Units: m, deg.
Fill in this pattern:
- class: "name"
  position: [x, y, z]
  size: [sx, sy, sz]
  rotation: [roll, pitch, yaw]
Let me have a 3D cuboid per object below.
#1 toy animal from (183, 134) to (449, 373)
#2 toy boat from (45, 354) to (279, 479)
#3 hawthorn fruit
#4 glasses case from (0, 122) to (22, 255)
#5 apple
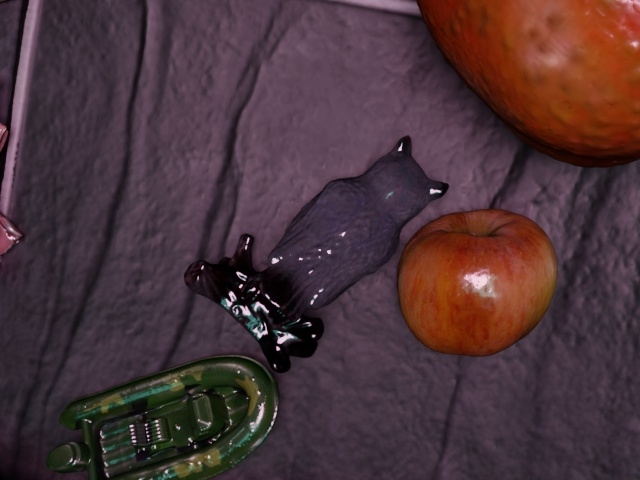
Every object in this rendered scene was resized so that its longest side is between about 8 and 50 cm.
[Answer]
- class: "toy animal"
  position: [0.002, -0.003, 0.614]
  size: [0.121, 0.117, 0.210]
  rotation: [45, 99, 6]
- class: "toy boat"
  position: [-0.132, 0.162, 0.662]
  size: [0.210, 0.052, 0.104]
  rotation: [-19, 63, 6]
- class: "hawthorn fruit"
  position: [0.187, -0.200, 0.511]
  size: [0.275, 0.275, 0.300]
  rotation: [-35, 78, 6]
- class: "glasses case"
  position: [-0.313, -0.050, 0.663]
  size: [0.102, 0.070, 0.194]
  rotation: [-1, 94, -24]
- class: "apple"
  position: [0.122, 0.034, 0.604]
  size: [0.126, 0.126, 0.102]
  rotation: [-7, 111, 5]
